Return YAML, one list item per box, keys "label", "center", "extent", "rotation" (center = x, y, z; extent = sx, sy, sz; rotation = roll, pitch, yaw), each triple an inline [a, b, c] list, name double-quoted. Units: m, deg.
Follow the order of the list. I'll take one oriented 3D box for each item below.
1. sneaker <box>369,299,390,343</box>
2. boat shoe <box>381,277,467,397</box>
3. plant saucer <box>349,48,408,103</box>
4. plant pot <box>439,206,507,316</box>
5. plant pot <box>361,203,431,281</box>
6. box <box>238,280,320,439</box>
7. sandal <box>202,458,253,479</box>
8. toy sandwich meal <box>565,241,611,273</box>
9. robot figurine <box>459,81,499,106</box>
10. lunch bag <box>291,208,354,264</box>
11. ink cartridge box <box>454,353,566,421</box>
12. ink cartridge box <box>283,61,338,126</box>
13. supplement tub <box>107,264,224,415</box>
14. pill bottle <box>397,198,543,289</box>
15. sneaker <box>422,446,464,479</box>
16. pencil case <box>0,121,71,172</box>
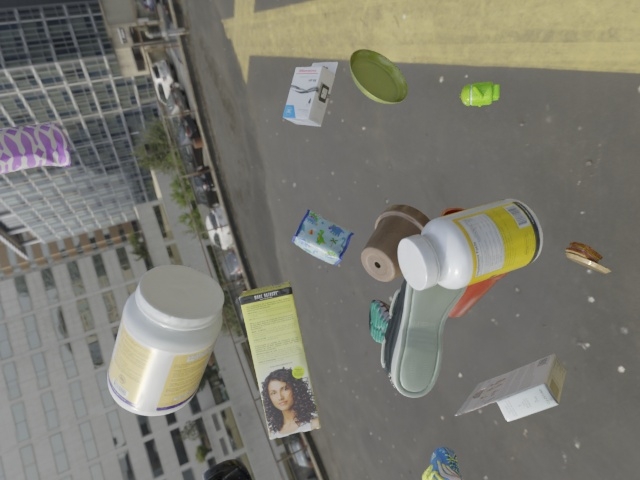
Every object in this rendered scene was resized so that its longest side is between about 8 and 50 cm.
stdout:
- label: "sneaker"
  center: [0.172, 0.193, 0.922]
  extent: [0.224, 0.098, 0.083]
  rotation: [-123, 39, -75]
- label: "boat shoe"
  center: [0.174, 0.112, 0.739]
  extent: [0.091, 0.114, 0.303]
  rotation: [-170, 101, -76]
- label: "plant saucer"
  center: [0.199, -0.569, 1.483]
  extent: [0.037, 0.240, 0.241]
  rotation: [-45, 64, 52]
- label: "plant pot"
  center: [0.440, 0.081, 1.329]
  extent: [0.272, 0.272, 0.265]
  rotation: [56, 138, 37]
- label: "plant pot"
  center: [0.275, 0.029, 1.571]
  extent: [0.263, 0.229, 0.263]
  rotation: [29, 138, 29]
- label: "box"
  center: [-0.064, 0.189, 0.679]
  extent: [0.058, 0.087, 0.233]
  rotation: [-158, 55, -86]
- label: "sandal"
  center: [-0.206, 0.634, 1.068]
  extent: [0.054, 0.097, 0.255]
  rotation: [41, 163, 51]
- label: "toy sandwich meal"
  center: [0.484, 0.030, 0.762]
  extent: [0.085, 0.085, 0.029]
  rotation: [36, 103, 57]
- label: "robot figurine"
  center: [0.485, -0.448, 1.288]
  extent: [0.101, 0.115, 0.067]
  rotation: [-12, -77, -71]
- label: "lunch bag"
  center: [0.000, 0.000, 1.037]
  extent: [0.128, 0.096, 0.151]
  rotation: [28, 163, -1]
- label: "ink cartridge box"
  center: [0.505, 0.399, 1.107]
  extent: [0.238, 0.275, 0.060]
  rotation: [-37, 72, 28]
- label: "ink cartridge box"
  center: [-0.028, -0.412, 1.153]
  extent: [0.104, 0.060, 0.180]
  rotation: [18, 94, 41]
- label: "supplement tub"
  center: [-0.394, 0.254, 1.086]
  extent: [0.241, 0.240, 0.332]
  rotation: [52, 125, 43]
- label: "pill bottle"
  center: [0.208, 0.009, 0.597]
  extent: [0.103, 0.184, 0.103]
  rotation: [165, 90, -75]
- label: "sneaker"
  center: [0.378, 0.688, 1.275]
  extent: [0.091, 0.126, 0.240]
  rotation: [25, 154, -1]
- label: "pencil case"
  center: [-0.545, -0.145, 0.721]
  extent: [0.086, 0.206, 0.088]
  rotation: [30, 129, 32]
